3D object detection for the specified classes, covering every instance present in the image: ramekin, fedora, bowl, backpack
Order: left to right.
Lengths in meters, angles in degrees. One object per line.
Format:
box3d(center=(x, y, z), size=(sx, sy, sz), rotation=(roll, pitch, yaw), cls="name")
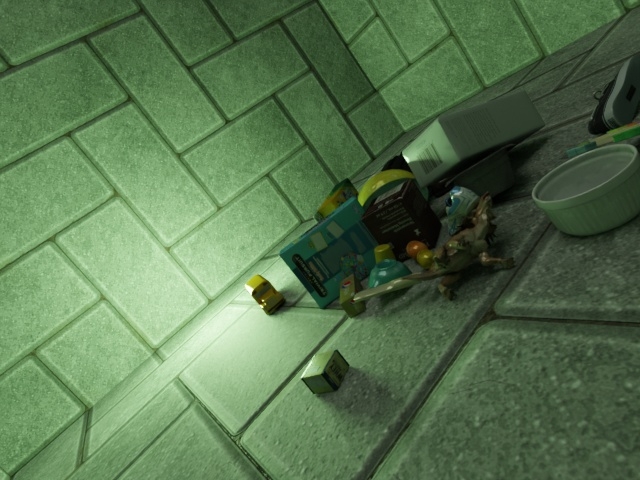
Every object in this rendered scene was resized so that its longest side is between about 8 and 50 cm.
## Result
box3d(center=(0.256, -0.177, 1.599), size=(0.289, 0.289, 0.156), rotation=(-34, 51, 13), cls="bowl")
box3d(center=(0.380, -0.271, 1.860), size=(0.290, 0.273, 0.356), rotation=(-31, 33, 39), cls="backpack")
box3d(center=(0.536, -0.199, 1.328), size=(0.243, 0.124, 0.275), rotation=(-32, -1, 12), cls="fedora")
box3d(center=(0.579, -0.101, 0.879), size=(0.207, 0.109, 0.207), rotation=(-35, 11, 8), cls="ramekin")

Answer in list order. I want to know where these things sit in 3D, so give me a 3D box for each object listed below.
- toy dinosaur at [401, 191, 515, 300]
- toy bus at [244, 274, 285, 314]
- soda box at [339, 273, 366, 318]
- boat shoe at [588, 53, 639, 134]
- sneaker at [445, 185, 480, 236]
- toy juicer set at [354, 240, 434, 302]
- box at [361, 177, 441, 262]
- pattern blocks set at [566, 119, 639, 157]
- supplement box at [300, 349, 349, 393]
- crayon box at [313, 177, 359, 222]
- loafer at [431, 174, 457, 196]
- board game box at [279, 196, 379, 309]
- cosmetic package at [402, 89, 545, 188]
box3d(center=(0.347, 0.028, 1.038), size=(0.295, 0.127, 0.200), rotation=(-38, 11, 17), cls="toy dinosaur")
box3d(center=(-0.269, 0.249, 1.951), size=(0.108, 0.130, 0.332), rotation=(-40, 12, -12), cls="toy bus")
box3d(center=(0.102, 0.175, 1.324), size=(0.058, 0.061, 0.181), rotation=(-35, 12, 12), cls="soda box")
box3d(center=(0.897, -0.433, 1.238), size=(0.306, 0.113, 0.105), rotation=(-58, 12, -18), cls="boat shoe")
box3d(center=(0.401, -0.083, 1.193), size=(0.085, 0.086, 0.237), rotation=(-40, -23, -9), cls="sneaker")
box3d(center=(0.237, 0.101, 1.205), size=(0.209, 0.090, 0.329), rotation=(-11, 20, 23), cls="toy juicer set")
box3d(center=(0.276, -0.064, 1.388), size=(0.168, 0.203, 0.167), rotation=(-29, 14, 34), cls="box")
box3d(center=(0.755, -0.270, 0.967), size=(0.324, 0.026, 0.285), rotation=(-22, 2, -32), cls="pattern blocks set")
box3d(center=(0.012, 0.325, 1.019), size=(0.083, 0.056, 0.083), rotation=(-27, 15, 40), cls="supplement box")
box3d(center=(0.108, -0.114, 1.765), size=(0.083, 0.203, 0.323), rotation=(-30, 16, 33), cls="crayon box")
box3d(center=(0.548, -0.268, 1.688), size=(0.220, 0.078, 0.080), rotation=(-35, 12, 10), cls="loafer")
box3d(center=(0.061, 0.044, 1.477), size=(0.336, 0.254, 0.079), rotation=(-36, 11, 3), cls="board game box")
box3d(center=(0.546, -0.363, 1.471), size=(0.452, 0.162, 0.230), rotation=(-23, -8, -26), cls="cosmetic package")
